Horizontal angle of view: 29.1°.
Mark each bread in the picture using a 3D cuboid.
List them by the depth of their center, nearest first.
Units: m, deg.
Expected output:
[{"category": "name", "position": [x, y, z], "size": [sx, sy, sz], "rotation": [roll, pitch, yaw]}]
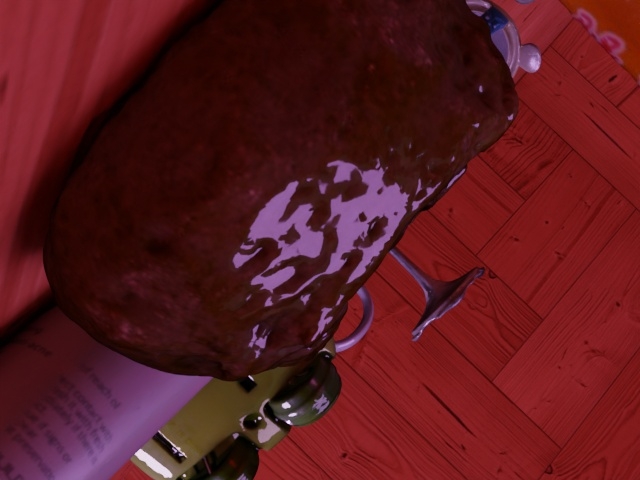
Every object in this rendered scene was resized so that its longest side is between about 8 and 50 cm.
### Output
[{"category": "bread", "position": [-0.010, -0.031, 0.543], "size": [0.230, 0.123, 0.230], "rotation": [-46, 174, -6]}]

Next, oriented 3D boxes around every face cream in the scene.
[{"category": "face cream", "position": [-0.120, 0.074, 0.650], "size": [0.311, 0.092, 0.092], "rotation": [-43, 175, -34]}]

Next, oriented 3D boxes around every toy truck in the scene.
[{"category": "toy truck", "position": [-0.097, 0.104, 1.009], "size": [0.187, 0.148, 0.210], "rotation": [-49, -157, -13]}]

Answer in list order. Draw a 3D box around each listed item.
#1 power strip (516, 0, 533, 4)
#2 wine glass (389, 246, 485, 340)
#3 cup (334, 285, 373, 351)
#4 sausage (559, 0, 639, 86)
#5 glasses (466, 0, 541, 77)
[{"category": "power strip", "position": [0.198, -0.243, 0.843], "size": [0.251, 0.092, 0.257], "rotation": [-48, -178, -41]}, {"category": "wine glass", "position": [0.057, -0.004, 1.129], "size": [0.122, 0.183, 0.122], "rotation": [-46, 175, -5]}, {"category": "cup", "position": [-0.022, 0.043, 1.188], "size": [0.133, 0.136, 0.099], "rotation": [-43, 131, -33]}, {"category": "sausage", "position": [0.421, -0.286, 1.406], "size": [0.233, 0.287, 0.233], "rotation": [-42, 178, -2]}, {"category": "glasses", "position": [0.039, -0.108, 0.939], "size": [0.220, 0.088, 0.190], "rotation": [-11, 150, -49]}]
